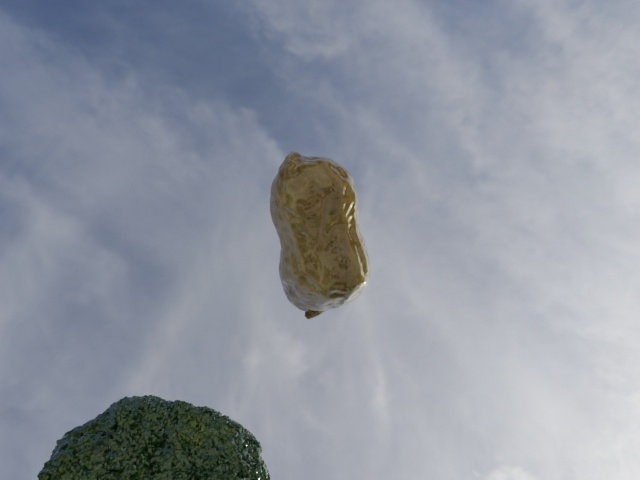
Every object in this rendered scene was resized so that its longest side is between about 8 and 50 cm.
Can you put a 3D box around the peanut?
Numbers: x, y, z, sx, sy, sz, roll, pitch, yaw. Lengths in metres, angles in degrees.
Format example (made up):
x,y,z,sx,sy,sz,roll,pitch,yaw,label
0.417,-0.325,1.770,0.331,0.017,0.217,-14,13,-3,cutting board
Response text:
x,y,z,sx,sy,sz,roll,pitch,yaw,label
0.007,0.006,0.803,0.159,0.291,0.143,21,-138,32,peanut

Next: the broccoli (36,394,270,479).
x,y,z,sx,sy,sz,roll,pitch,yaw,label
-0.158,0.275,0.491,0.261,0.269,0.242,37,-95,-28,broccoli
